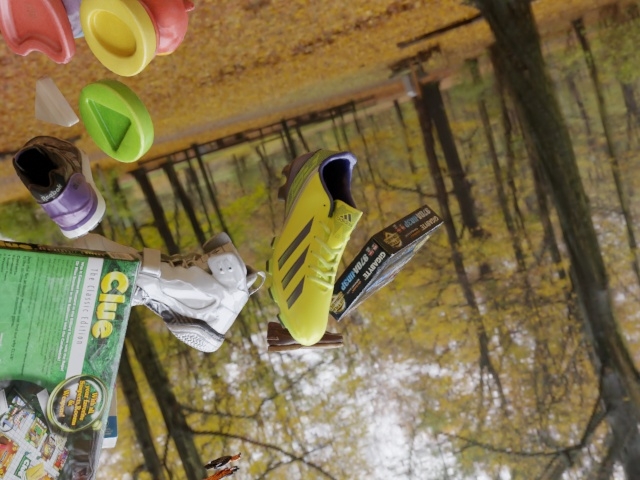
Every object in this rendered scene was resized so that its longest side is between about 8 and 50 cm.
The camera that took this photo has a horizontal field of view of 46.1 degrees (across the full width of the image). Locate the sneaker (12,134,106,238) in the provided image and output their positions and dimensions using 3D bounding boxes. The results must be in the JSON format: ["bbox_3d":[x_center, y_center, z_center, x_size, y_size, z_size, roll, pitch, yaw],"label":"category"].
[{"bbox_3d":[-0.444,-0.126,1.226,0.107,0.124,0.283,-42,-135,-7],"label":"sneaker"}]

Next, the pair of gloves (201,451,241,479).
[{"bbox_3d":[-0.185,0.423,1.401,0.074,0.010,0.083,-21,-168,2],"label":"pair of gloves"}]

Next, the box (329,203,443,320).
[{"bbox_3d":[0.111,0.035,1.333,0.220,0.051,0.175,-28,159,-55],"label":"box"}]

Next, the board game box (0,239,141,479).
[{"bbox_3d":[-0.243,0.131,0.631,0.136,0.259,0.030,9,-170,-32],"label":"board game box"}]

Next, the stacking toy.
[{"bbox_3d":[-0.329,-0.287,1.144,0.309,0.279,0.130,24,-135,23],"label":"stacking toy"}]

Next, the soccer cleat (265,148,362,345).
[{"bbox_3d":[-0.001,-0.001,1.039,0.121,0.289,0.093,-12,152,29],"label":"soccer cleat"}]

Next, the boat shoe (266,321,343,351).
[{"bbox_3d":[-0.031,0.213,1.707,0.207,0.073,0.073,5,167,-41],"label":"boat shoe"}]

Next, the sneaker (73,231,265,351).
[{"bbox_3d":[-0.287,0.050,1.483,0.210,0.366,0.137,-48,-154,6],"label":"sneaker"}]

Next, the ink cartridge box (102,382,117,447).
[{"bbox_3d":[-0.502,0.318,1.587,0.134,0.231,0.078,0,150,-19],"label":"ink cartridge box"}]
